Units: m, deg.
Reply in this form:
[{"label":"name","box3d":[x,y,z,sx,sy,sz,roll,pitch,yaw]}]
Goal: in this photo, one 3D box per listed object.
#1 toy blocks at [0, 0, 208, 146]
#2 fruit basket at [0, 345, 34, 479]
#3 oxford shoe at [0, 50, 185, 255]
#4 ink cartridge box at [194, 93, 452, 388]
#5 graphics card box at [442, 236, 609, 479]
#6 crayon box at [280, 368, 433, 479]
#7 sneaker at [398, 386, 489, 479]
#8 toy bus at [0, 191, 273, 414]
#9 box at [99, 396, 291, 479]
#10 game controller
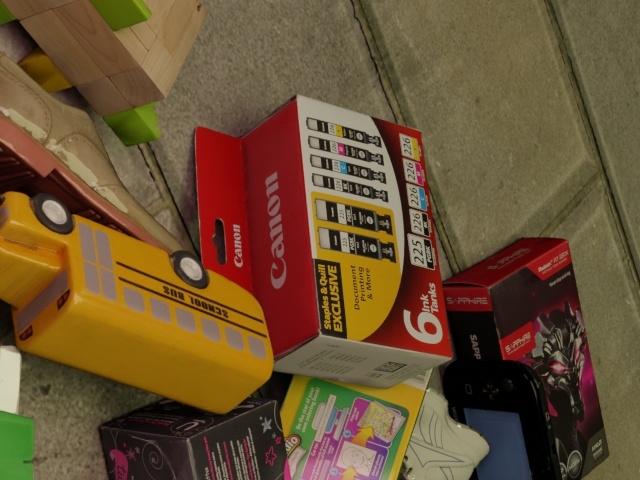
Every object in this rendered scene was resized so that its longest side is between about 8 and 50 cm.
[{"label":"toy blocks","box3d":[-0.239,-0.330,1.562,0.381,0.191,0.261,52,41,-34]},{"label":"fruit basket","box3d":[-0.444,0.254,1.330,0.353,0.165,0.327,3,80,-28]},{"label":"oxford shoe","box3d":[-0.249,-0.070,1.561,0.348,0.123,0.130,45,49,-41]},{"label":"ink cartridge box","box3d":[0.000,0.000,1.738,0.272,0.130,0.309,12,61,-36]},{"label":"graphics card box","box3d":[0.315,0.202,2.204,0.233,0.094,0.370,-25,108,-46]},{"label":"crayon box","box3d":[0.027,0.244,1.816,0.081,0.165,0.278,94,15,-66]},{"label":"sneaker","box3d":[0.126,0.273,1.982,0.297,0.111,0.129,41,65,-38]},{"label":"toy bus","box3d":[-0.209,0.069,1.499,0.333,0.108,0.130,24,38,-39]},{"label":"box","box3d":[-0.131,0.310,1.644,0.142,0.163,0.247,-18,102,-45]},{"label":"game controller","box3d":[0.268,0.319,2.090,0.067,0.166,0.319,-27,109,-51]}]
